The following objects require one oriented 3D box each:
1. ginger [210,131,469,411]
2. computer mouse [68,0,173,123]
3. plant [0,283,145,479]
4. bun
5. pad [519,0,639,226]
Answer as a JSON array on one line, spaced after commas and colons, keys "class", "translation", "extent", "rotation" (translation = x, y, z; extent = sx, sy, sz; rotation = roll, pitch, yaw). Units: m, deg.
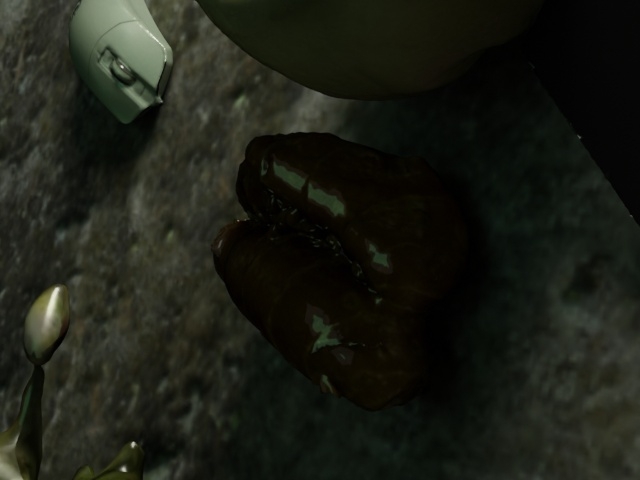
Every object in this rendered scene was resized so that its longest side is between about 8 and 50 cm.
[{"class": "ginger", "translation": [0.000, 0.000, 0.809], "extent": [0.162, 0.073, 0.103], "rotation": [35, 106, 51]}, {"class": "computer mouse", "translation": [-0.113, -0.106, 1.018], "extent": [0.056, 0.032, 0.110], "rotation": [-57, 42, 24]}, {"class": "plant", "translation": [-0.136, 0.224, 0.931], "extent": [0.251, 0.180, 0.333], "rotation": [55, 155, 36]}, {"class": "bun", "translation": [0.036, -0.151, 0.772], "extent": [0.193, 0.128, 0.178], "rotation": [-50, 44, 14]}, {"class": "pad", "translation": [0.152, -0.097, 0.623], "extent": [0.164, 0.004, 0.243], "rotation": [61, 143, 31]}]
